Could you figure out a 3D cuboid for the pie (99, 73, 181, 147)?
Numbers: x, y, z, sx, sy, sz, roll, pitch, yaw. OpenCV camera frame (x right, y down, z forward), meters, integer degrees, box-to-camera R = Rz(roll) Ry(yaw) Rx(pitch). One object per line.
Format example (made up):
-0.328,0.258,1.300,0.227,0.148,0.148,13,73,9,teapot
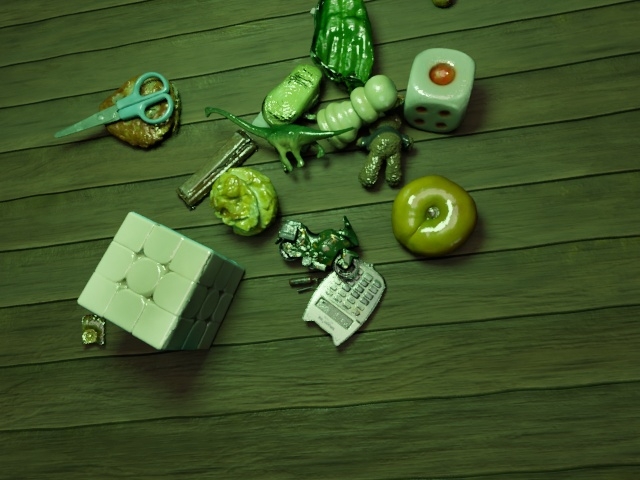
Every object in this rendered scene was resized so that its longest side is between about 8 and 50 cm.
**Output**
-0.637,-0.475,1.511,0.308,0.085,0.308,-2,76,7,pie

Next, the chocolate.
-0.360,-0.248,1.425,0.329,0.065,0.102,-44,75,-3,chocolate

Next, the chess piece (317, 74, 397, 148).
0.127,-0.411,1.301,0.251,0.144,0.144,-27,70,35,chess piece

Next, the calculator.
0.078,0.174,1.265,0.177,0.040,0.268,37,82,15,calculator

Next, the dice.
0.373,-0.470,1.315,0.193,0.192,0.194,11,76,12,dice

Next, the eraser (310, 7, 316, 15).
0.011,-0.841,1.552,0.099,0.019,0.027,25,80,14,eraser

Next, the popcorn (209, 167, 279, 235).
-0.237,-0.126,1.319,0.221,0.184,0.204,41,97,2,popcorn

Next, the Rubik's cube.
-0.441,0.132,1.219,0.291,0.290,0.291,22,79,14,Rubik's cube

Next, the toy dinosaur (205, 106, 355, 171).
-0.131,-0.371,1.320,0.447,0.087,0.301,-19,106,24,toy dinosaur

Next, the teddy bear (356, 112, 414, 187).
0.208,-0.296,1.323,0.182,0.129,0.251,4,74,-3,teddy bear

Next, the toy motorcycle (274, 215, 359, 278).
0.000,0.000,1.281,0.274,0.125,0.187,15,82,13,toy motorcycle

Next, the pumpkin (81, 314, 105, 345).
-0.732,0.292,1.352,0.073,0.035,0.101,-3,71,-5,pumpkin

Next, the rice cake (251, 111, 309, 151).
-0.130,-0.382,1.439,0.221,0.042,0.080,26,82,14,rice cake

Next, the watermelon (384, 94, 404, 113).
0.223,-0.451,1.365,0.087,0.163,0.069,17,114,2,watermelon

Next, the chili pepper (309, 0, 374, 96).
0.074,-0.666,1.421,0.213,0.167,0.385,-8,76,10,chili pepper

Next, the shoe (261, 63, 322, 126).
-0.079,-0.475,1.411,0.140,0.128,0.262,28,78,25,shoe

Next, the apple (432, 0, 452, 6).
0.433,-0.871,1.475,0.084,0.071,0.084,-5,68,11,apple

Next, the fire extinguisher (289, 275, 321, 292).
-0.047,0.136,1.296,0.100,0.032,0.046,-7,64,12,fire extinguisher

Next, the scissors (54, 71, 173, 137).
-0.731,-0.442,1.457,0.447,0.029,0.192,-19,80,4,scissors

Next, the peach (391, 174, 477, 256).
0.333,-0.071,1.244,0.251,0.153,0.251,-2,85,21,peach
